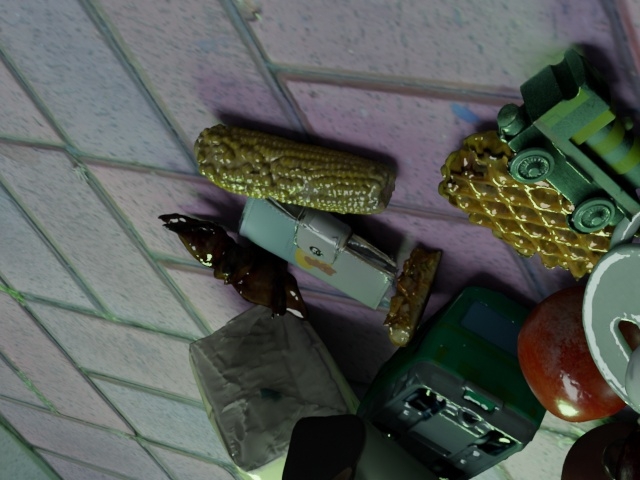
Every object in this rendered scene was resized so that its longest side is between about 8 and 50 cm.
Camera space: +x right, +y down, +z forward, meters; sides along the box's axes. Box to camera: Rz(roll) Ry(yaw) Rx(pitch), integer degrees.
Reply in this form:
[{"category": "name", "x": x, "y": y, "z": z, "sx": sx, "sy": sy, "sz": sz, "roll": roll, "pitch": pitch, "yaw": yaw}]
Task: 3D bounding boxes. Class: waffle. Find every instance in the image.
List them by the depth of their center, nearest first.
[{"category": "waffle", "x": 0.251, "y": -0.041, "z": 1.907, "sx": 0.238, "sy": 0.059, "sz": 0.243, "roll": 29, "pitch": 157, "yaw": -3}]

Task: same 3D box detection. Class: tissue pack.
[{"category": "tissue pack", "x": -0.022, "y": 0.311, "z": 2.549, "sx": 0.380, "sy": 0.207, "sz": 0.297, "roll": 61, "pitch": 180, "yaw": -44}]

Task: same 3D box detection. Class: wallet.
[{"category": "wallet", "x": 0.000, "y": 0.000, "z": 2.219, "sx": 0.231, "sy": 0.069, "sz": 0.170, "roll": 30, "pitch": 158, "yaw": 4}]

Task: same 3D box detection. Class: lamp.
[{"category": "lamp", "x": 0.417, "y": 0.345, "z": 2.284, "sx": 0.180, "sy": 0.180, "sz": 0.258, "roll": 23, "pitch": 152, "yaw": 16}]

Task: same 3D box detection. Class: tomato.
[{"category": "tomato", "x": 0.318, "y": 0.134, "z": 2.013, "sx": 0.167, "sy": 0.167, "sz": 0.167, "roll": 25, "pitch": 154, "yaw": 13}]

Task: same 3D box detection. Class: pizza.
[{"category": "pizza", "x": 0.119, "y": 0.069, "z": 2.180, "sx": 0.046, "sy": 0.134, "sz": 0.175, "roll": 19, "pitch": -170, "yaw": 6}]

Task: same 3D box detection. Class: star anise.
[{"category": "star anise", "x": -0.111, "y": 0.018, "z": 2.353, "sx": 0.272, "sy": 0.102, "sz": 0.272, "roll": 39, "pitch": 179, "yaw": 1}]

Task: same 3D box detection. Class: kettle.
[{"category": "kettle", "x": 0.066, "y": 0.345, "z": 2.233, "sx": 0.255, "sy": 0.165, "sz": 0.240, "roll": 42, "pitch": -178, "yaw": -26}]

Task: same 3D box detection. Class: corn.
[{"category": "corn", "x": -0.037, "y": -0.086, "z": 2.091, "sx": 0.288, "sy": 0.086, "sz": 0.086, "roll": 14, "pitch": 149, "yaw": 30}]

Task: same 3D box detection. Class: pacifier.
[{"category": "pacifier", "x": 0.392, "y": 0.089, "z": 1.717, "sx": 0.343, "sy": 0.269, "sz": 0.288, "roll": -33, "pitch": 91, "yaw": 39}]

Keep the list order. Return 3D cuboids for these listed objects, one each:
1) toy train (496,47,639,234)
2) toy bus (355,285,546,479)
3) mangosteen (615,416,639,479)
[{"category": "toy train", "x": 0.273, "y": -0.093, "z": 1.716, "sx": 0.132, "sy": 0.083, "sz": 0.200, "roll": -37, "pitch": 130, "yaw": 22}, {"category": "toy bus", "x": 0.180, "y": 0.198, "z": 2.228, "sx": 0.183, "sy": 0.199, "sz": 0.343, "roll": 31, "pitch": 155, "yaw": -5}, {"category": "mangosteen", "x": 0.461, "y": 0.257, "z": 2.052, "sx": 0.235, "sy": 0.235, "sz": 0.261, "roll": 121, "pitch": 129, "yaw": -64}]
